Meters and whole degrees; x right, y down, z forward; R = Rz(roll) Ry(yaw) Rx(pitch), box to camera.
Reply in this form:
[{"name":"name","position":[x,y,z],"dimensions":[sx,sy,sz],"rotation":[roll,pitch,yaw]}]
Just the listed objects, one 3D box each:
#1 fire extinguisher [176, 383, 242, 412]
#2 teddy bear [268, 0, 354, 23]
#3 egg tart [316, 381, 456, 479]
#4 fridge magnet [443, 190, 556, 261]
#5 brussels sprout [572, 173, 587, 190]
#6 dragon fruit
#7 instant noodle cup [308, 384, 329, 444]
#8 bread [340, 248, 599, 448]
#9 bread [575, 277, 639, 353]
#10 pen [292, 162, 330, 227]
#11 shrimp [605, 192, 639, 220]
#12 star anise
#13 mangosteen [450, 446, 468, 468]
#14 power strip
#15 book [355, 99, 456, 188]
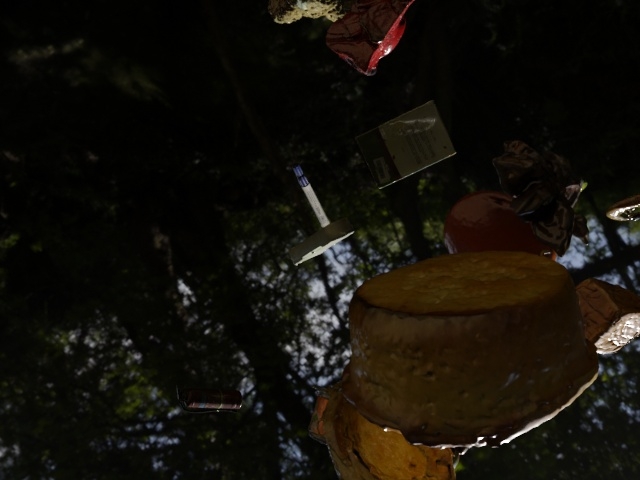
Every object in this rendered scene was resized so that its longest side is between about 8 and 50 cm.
[{"name":"fire extinguisher","position":[-0.222,0.310,1.217],"dimensions":[0.039,0.132,0.056],"rotation":[6,-93,61]},{"name":"teddy bear","position":[-0.014,-0.672,1.528],"dimensions":[0.267,0.256,0.156],"rotation":[6,177,18]},{"name":"egg tart","position":[0.102,0.374,1.081],"dimensions":[0.107,0.291,0.291],"rotation":[-55,-175,29]},{"name":"fridge magnet","position":[0.557,0.004,1.938],"dimensions":[0.364,0.363,0.155],"rotation":[-23,-167,50]},{"name":"brussels sprout","position":[0.667,-0.133,1.732],"dimensions":[0.181,0.100,0.139],"rotation":[-5,150,-35]},{"name":"dragon fruit","position":[0.118,-0.354,1.015],"dimensions":[0.192,0.122,0.092],"rotation":[-48,-142,3]},{"name":"instant noodle cup","position":[0.046,0.451,1.545],"dimensions":[0.208,0.178,0.125],"rotation":[5,-111,52]},{"name":"bread","position":[0.221,0.158,0.972],"dimensions":[0.398,0.215,0.398],"rotation":[-9,-168,2]},{"name":"bread","position":[0.680,0.177,1.487],"dimensions":[0.143,0.158,0.149],"rotation":[-61,-139,30]},{"name":"pen","position":[-0.024,-0.110,1.553],"dimensions":[0.025,0.204,0.025],"rotation":[-17,-142,14]},{"name":"shrimp","position":[0.876,-0.093,1.694],"dimensions":[0.178,0.124,0.034],"rotation":[-25,-127,26]},{"name":"star anise","position":[0.344,-0.082,0.972],"dimensions":[0.073,0.197,0.212],"rotation":[-44,-156,45]},{"name":"mangosteen","position":[0.225,0.431,1.385],"dimensions":[0.210,0.210,0.210],"rotation":[-37,-166,11]},{"name":"power strip","position":[0.001,0.002,1.529],"dimensions":[0.080,0.048,0.286],"rotation":[-25,177,-26]},{"name":"book","position":[0.287,-0.321,2.090],"dimensions":[0.290,0.201,0.026],"rotation":[-24,-174,6]}]
